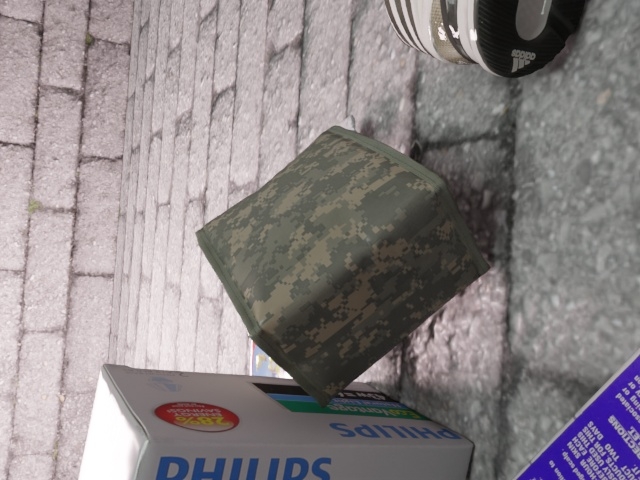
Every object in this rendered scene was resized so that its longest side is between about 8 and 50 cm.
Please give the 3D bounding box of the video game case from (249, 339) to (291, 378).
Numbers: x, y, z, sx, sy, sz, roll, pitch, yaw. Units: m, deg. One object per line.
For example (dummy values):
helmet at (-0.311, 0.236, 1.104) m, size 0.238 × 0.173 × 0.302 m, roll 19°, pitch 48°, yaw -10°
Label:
video game case at (-0.051, 0.200, 0.953) m, size 0.285 × 0.025 × 0.204 m, roll -10°, pitch 77°, yaw 60°

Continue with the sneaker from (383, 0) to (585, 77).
sneaker at (0.146, -0.396, 0.540) m, size 0.257 × 0.169 × 0.448 m, roll 37°, pitch 120°, yaw 54°

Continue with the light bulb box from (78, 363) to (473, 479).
light bulb box at (-0.072, 0.342, 0.607) m, size 0.225 × 0.358 × 0.361 m, roll 11°, pitch 89°, yaw 60°

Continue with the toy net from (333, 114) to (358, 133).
toy net at (0.007, -0.098, 0.878) m, size 0.232 × 0.045 × 0.122 m, roll -58°, pitch 37°, yaw 37°

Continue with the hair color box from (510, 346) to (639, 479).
hair color box at (0.230, 0.114, 0.301) m, size 0.339 × 0.185 × 0.110 m, roll -64°, pitch 37°, yaw 33°

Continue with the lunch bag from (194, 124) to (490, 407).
lunch bag at (0.000, 0.000, 0.666) m, size 0.235 × 0.169 × 0.287 m, roll -39°, pitch 38°, yaw -2°
